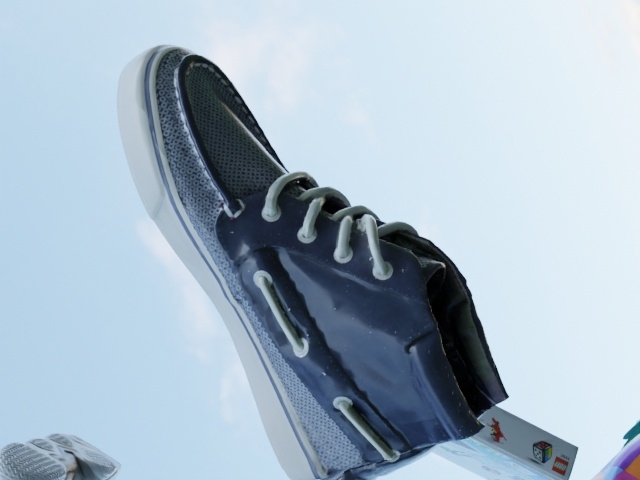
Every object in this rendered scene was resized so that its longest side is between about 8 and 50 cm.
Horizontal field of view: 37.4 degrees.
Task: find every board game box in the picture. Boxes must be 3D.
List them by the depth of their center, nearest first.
[{"bbox_3d":[0.144,0.222,1.193,0.305,0.193,0.053,28,-110,-6],"label":"board game box"}]

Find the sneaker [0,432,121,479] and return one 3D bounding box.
[{"bbox_3d":[-0.370,0.344,1.246,0.101,0.153,0.268,29,179,17],"label":"sneaker"}]

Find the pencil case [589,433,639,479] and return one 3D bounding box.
[{"bbox_3d":[0.220,0.228,0.695,0.236,0.104,0.104,-40,-77,-16],"label":"pencil case"}]

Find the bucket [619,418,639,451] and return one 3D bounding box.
[{"bbox_3d":[0.536,0.272,1.179,0.183,0.281,0.281,-37,-82,-30],"label":"bucket"}]

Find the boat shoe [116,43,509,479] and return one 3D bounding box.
[{"bbox_3d":[0.000,0.000,0.638,0.127,0.158,0.340,-33,-82,-56],"label":"boat shoe"}]
